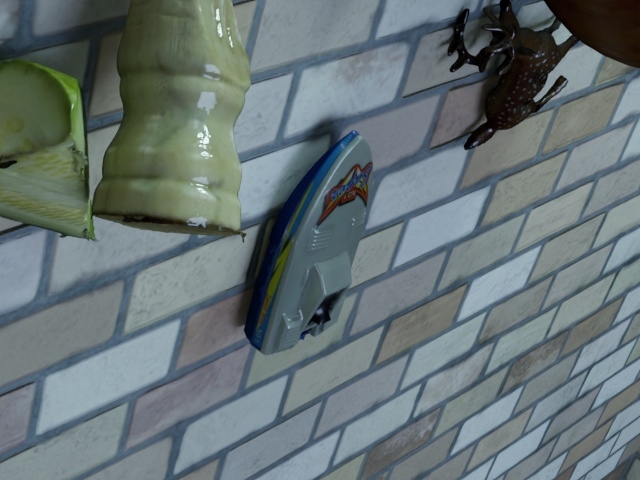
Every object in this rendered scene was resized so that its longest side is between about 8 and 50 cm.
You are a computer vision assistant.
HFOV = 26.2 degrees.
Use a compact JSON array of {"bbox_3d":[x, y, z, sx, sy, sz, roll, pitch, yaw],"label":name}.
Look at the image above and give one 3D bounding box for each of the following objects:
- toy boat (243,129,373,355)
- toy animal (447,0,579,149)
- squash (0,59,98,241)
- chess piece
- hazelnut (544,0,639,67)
[{"bbox_3d":[0.000,0.000,1.568,0.129,0.088,0.295,-22,141,-45],"label":"toy boat"},{"bbox_3d":[0.250,-0.212,1.708,0.260,0.087,0.243,-36,147,-35],"label":"toy animal"},{"bbox_3d":[-0.202,-0.073,1.148,0.252,0.169,0.093,23,60,-61],"label":"squash"},{"bbox_3d":[-0.111,-0.154,1.121,0.137,0.137,0.301,11,84,-60],"label":"chess piece"},{"bbox_3d":[0.383,-0.364,1.489,0.359,0.359,0.409,-50,144,-5],"label":"hazelnut"}]
